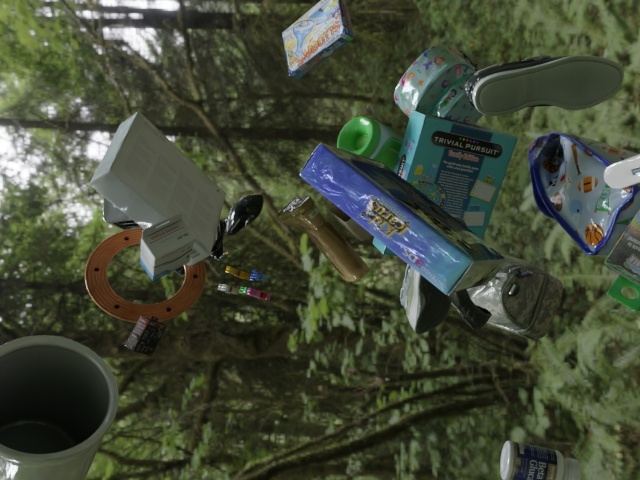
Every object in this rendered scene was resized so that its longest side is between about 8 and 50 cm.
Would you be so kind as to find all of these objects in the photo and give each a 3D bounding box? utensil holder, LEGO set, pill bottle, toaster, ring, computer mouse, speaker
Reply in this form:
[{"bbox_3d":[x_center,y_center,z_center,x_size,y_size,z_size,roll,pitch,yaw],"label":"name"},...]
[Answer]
[{"bbox_3d":[-0.704,0.477,1.560,0.327,0.328,0.385,-85,19,-49],"label":"utensil holder"},{"bbox_3d":[-0.258,0.129,2.041,0.093,0.227,0.087,26,-106,-41],"label":"LEGO set"},{"bbox_3d":[0.525,0.542,1.511,0.094,0.169,0.094,9,-90,-83],"label":"pill bottle"},{"bbox_3d":[-0.567,-0.088,2.002,0.168,0.186,0.110,40,-132,-64],"label":"toaster"},{"bbox_3d":[-0.503,0.100,1.829,0.032,0.337,0.336,111,167,-49],"label":"ring"},{"bbox_3d":[-0.285,-0.044,2.041,0.262,0.060,0.184,-31,41,41],"label":"computer mouse"},{"bbox_3d":[0.174,-0.198,1.582,0.297,0.131,0.131,25,-120,-45],"label":"speaker"}]

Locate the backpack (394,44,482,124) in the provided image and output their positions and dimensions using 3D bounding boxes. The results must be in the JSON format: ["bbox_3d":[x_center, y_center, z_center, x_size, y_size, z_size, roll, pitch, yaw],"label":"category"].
[{"bbox_3d":[0.333,-0.394,1.700,0.225,0.254,0.191,-49,53,23],"label":"backpack"}]

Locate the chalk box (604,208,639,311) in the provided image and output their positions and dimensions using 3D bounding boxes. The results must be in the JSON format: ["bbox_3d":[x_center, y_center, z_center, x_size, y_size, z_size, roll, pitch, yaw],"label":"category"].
[{"bbox_3d":[0.650,0.035,1.235,0.213,0.132,0.132,-60,-28,9],"label":"chalk box"}]

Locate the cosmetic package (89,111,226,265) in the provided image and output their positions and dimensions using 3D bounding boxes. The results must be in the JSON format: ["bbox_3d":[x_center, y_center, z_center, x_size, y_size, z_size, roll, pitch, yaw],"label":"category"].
[{"bbox_3d":[-0.452,-0.148,1.829,0.377,0.097,0.284,45,-146,-31],"label":"cosmetic package"}]

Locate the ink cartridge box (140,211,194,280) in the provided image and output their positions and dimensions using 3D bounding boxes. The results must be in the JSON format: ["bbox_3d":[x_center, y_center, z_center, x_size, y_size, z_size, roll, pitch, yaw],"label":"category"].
[{"bbox_3d":[-0.351,0.016,1.443,0.060,0.104,0.180,55,153,12],"label":"ink cartridge box"}]

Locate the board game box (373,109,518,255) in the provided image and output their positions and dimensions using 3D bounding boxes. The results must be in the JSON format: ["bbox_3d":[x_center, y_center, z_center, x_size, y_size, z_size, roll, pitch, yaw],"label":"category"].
[{"bbox_3d":[0.295,-0.116,1.512,0.079,0.254,0.336,-129,51,-63],"label":"board game box"}]

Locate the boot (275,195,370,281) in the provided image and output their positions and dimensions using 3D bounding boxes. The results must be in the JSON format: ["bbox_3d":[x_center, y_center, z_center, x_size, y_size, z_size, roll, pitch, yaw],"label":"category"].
[{"bbox_3d":[0.000,0.000,1.831,0.269,0.089,0.236,50,168,-13],"label":"boot"}]

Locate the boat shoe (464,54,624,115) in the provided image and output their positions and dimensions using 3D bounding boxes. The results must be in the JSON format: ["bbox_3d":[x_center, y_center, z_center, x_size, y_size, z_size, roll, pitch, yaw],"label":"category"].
[{"bbox_3d":[0.440,-0.317,1.256,0.091,0.303,0.114,-102,9,-59],"label":"boat shoe"}]

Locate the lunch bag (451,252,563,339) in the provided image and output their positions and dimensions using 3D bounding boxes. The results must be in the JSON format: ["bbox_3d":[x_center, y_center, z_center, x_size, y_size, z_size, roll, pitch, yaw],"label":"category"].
[{"bbox_3d":[0.513,0.142,1.852,0.305,0.256,0.212,16,84,55],"label":"lunch bag"}]

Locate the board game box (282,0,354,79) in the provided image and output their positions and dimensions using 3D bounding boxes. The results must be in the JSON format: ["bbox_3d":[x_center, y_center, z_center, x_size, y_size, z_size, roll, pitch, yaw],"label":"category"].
[{"bbox_3d":[-0.009,-0.510,1.572,0.035,0.201,0.136,10,-118,-44],"label":"board game box"}]

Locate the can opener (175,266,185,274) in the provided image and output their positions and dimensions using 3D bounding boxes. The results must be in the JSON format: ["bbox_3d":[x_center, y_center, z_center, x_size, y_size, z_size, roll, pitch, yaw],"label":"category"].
[{"bbox_3d":[-0.517,0.048,2.128,0.059,0.186,0.073,-54,-6,4],"label":"can opener"}]

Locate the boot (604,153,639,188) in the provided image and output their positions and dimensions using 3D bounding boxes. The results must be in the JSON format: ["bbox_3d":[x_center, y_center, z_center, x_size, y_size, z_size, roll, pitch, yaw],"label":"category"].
[{"bbox_3d":[0.629,-0.143,1.165,0.190,0.086,0.069,-7,100,57],"label":"boot"}]

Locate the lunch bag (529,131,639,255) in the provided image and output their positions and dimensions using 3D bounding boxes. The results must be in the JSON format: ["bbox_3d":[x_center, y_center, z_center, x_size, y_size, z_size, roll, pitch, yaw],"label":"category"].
[{"bbox_3d":[0.724,-0.113,1.544,0.385,0.328,0.238,-109,35,-52],"label":"lunch bag"}]

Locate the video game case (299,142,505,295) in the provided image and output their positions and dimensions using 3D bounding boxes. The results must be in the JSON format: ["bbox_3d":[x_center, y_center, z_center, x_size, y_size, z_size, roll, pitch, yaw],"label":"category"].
[{"bbox_3d":[0.132,-0.033,0.934,0.061,0.269,0.244,-56,-21,16],"label":"video game case"}]

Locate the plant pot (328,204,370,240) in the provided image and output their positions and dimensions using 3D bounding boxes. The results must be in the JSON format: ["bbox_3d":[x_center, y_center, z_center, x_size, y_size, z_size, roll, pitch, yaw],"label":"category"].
[{"bbox_3d":[0.106,-0.063,1.742,0.096,0.109,0.109,58,169,-32],"label":"plant pot"}]

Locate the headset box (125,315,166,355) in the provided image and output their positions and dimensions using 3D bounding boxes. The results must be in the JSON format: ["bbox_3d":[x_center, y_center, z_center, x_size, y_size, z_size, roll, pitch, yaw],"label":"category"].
[{"bbox_3d":[-0.384,0.208,1.400,0.083,0.032,0.062,-65,-30,-7],"label":"headset box"}]

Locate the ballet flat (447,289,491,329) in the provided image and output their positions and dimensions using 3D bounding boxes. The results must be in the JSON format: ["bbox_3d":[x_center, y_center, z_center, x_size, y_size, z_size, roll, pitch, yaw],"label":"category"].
[{"bbox_3d":[0.267,0.103,1.171,0.173,0.049,0.057,51,177,-39],"label":"ballet flat"}]

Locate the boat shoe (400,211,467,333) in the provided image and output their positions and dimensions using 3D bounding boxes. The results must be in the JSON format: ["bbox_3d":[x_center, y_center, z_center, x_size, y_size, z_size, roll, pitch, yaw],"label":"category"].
[{"bbox_3d":[0.217,0.060,1.279,0.103,0.118,0.320,53,157,38],"label":"boat shoe"}]
